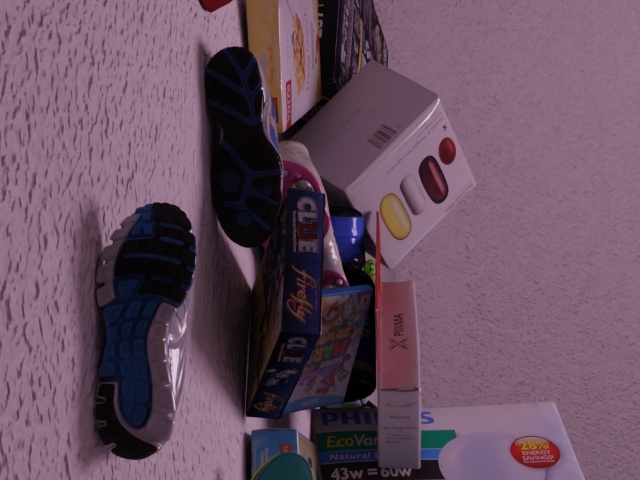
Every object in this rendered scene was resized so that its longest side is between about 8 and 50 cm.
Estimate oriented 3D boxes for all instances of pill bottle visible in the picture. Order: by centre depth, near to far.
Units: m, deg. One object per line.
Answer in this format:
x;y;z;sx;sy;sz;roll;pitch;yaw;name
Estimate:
0.018;0.110;1.710;0.123;0.123;0.219;71;18;-64;pill bottle

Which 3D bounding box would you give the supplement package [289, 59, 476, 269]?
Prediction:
0.088;-0.108;1.749;0.149;0.194;0.203;37;-13;40;supplement package

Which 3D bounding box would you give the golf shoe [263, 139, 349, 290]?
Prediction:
-0.021;0.014;1.528;0.140;0.115;0.306;-88;173;-60;golf shoe

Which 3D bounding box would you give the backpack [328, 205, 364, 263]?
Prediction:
0.000;0.000;1.629;0.098;0.120;0.101;-47;135;-80;backpack

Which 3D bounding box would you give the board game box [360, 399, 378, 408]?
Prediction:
0.053;0.362;1.925;0.136;0.030;0.260;-42;150;-16;board game box

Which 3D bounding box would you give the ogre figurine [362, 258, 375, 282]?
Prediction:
0.040;0.042;2.033;0.197;0.097;0.118;103;-29;-61;ogre figurine

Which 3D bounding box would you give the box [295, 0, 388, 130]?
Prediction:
0.036;-0.279;1.958;0.318;0.097;0.395;63;23;-48;box

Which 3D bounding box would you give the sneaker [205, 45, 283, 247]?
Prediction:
-0.073;-0.098;1.289;0.081;0.080;0.211;1;87;-79;sneaker

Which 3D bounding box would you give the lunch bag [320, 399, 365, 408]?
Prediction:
0.024;0.146;1.861;0.176;0.090;0.219;67;21;-65;lunch bag

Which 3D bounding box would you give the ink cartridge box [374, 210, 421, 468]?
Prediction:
0.102;0.125;1.604;0.275;0.060;0.239;-85;174;-62;ink cartridge box

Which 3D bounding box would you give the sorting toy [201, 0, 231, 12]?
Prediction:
-0.081;-0.387;1.181;0.365;0.126;0.127;79;11;-47;sorting toy

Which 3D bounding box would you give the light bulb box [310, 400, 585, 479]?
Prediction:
0.170;0.408;1.584;0.361;0.358;0.225;-101;-168;-58;light bulb box

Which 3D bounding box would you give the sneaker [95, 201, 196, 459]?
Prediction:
-0.130;0.067;0.907;0.083;0.071;0.191;78;18;-80;sneaker

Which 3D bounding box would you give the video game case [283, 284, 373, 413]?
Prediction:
-0.002;0.135;1.487;0.015;0.119;0.166;37;-58;43;video game case

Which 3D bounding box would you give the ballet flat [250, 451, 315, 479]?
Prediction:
-0.054;0.318;1.195;0.231;0.077;0.077;-80;-176;-47;ballet flat

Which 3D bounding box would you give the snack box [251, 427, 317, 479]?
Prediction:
-0.039;0.390;1.412;0.187;0.060;0.322;67;21;-74;snack box

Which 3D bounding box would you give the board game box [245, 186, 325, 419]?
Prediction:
-0.040;0.075;1.311;0.243;0.042;0.165;113;-19;-60;board game box

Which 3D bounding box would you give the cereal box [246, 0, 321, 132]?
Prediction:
-0.044;-0.248;1.591;0.240;0.047;0.173;-58;147;-69;cereal box
